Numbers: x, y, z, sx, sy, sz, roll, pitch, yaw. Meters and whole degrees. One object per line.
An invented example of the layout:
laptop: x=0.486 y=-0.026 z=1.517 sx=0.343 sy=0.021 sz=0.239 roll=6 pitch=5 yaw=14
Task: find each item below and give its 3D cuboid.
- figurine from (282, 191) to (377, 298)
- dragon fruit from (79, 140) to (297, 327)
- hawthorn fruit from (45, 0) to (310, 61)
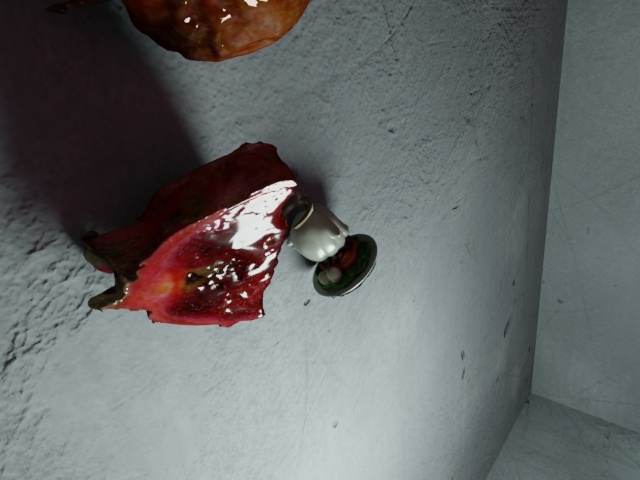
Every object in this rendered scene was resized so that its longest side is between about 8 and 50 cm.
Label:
figurine: x=0.000 y=0.000 z=0.661 sx=0.154 sy=0.132 sz=0.132 roll=47 pitch=64 yaw=-31
dragon fruit: x=-0.148 y=-0.003 z=0.460 sx=0.211 sy=0.134 sz=0.262 roll=-17 pitch=149 yaw=-32
hawthorn fruit: x=-0.130 y=-0.255 z=0.384 sx=0.243 sy=0.207 sz=0.208 roll=-31 pitch=127 yaw=-8
